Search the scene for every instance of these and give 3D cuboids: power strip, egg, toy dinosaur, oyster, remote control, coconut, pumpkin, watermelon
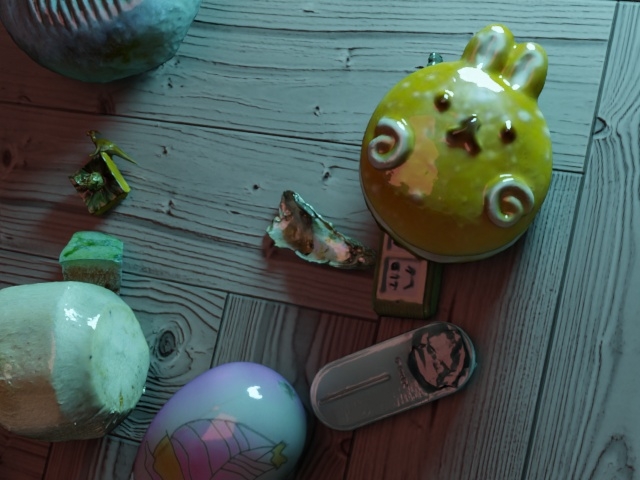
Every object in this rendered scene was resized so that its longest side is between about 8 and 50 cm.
[{"bbox_3d":[0.140,-0.082,1.768,0.092,0.066,0.387,4,80,23],"label":"power strip"},{"bbox_3d":[-0.145,0.285,1.740,0.271,0.196,0.196,-34,67,4],"label":"egg"},{"bbox_3d":[-0.343,-0.140,2.021,0.113,0.026,0.041,37,99,23],"label":"toy dinosaur"},{"bbox_3d":[-0.003,-0.001,1.832,0.200,0.061,0.106,50,118,27],"label":"oyster"},{"bbox_3d":[0.100,0.189,1.731,0.247,0.052,0.104,-22,72,18],"label":"remote control"},{"bbox_3d":[-0.397,0.181,1.853,0.247,0.245,0.245,-4,77,23],"label":"coconut"},{"bbox_3d":[-0.353,-0.091,1.992,0.074,0.054,0.083,-37,78,17],"label":"pumpkin"},{"bbox_3d":[-0.352,0.063,1.938,0.098,0.121,0.158,8,85,4],"label":"watermelon"}]

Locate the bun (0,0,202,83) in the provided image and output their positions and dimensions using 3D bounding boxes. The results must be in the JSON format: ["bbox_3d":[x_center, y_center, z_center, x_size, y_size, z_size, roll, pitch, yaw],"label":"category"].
[{"bbox_3d":[-0.332,-0.413,1.975,0.362,0.211,0.362,-7,73,25],"label":"bun"}]

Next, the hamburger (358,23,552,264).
[{"bbox_3d":[0.192,-0.122,1.646,0.261,0.186,0.303,39,83,6],"label":"hamburger"}]
